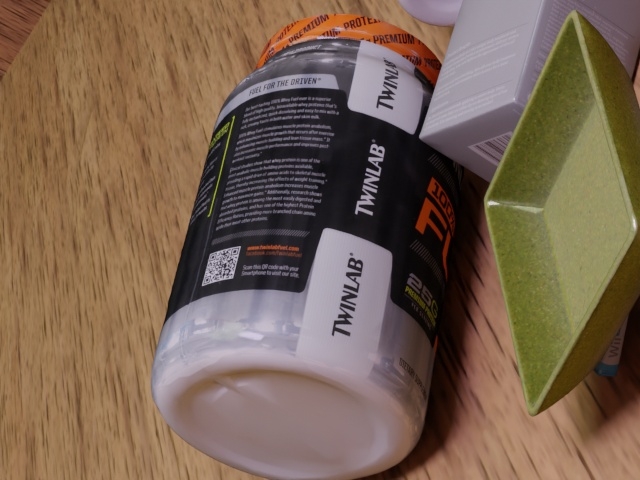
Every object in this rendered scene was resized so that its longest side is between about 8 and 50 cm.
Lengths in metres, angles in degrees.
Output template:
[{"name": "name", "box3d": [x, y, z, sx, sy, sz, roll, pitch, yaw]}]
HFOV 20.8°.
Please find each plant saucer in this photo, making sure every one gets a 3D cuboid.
[{"name": "plant saucer", "box3d": [0.165, -0.015, 1.099, 0.188, 0.045, 0.188, 109, 160, -47]}]

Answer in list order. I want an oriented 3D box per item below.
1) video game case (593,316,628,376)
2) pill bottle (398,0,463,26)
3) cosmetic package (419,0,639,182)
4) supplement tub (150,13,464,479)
[{"name": "video game case", "box3d": [0.183, -0.009, 1.151, 0.119, 0.015, 0.166, -127, 43, -68]}, {"name": "pill bottle", "box3d": [0.110, -0.281, 1.572, 0.103, 0.103, 0.184, -47, 28, 31]}, {"name": "cosmetic package", "box3d": [0.174, -0.169, 1.327, 0.127, 0.107, 0.238, -17, 47, 58]}, {"name": "supplement tub", "box3d": [0.000, 0.000, 1.360, 0.207, 0.207, 0.338, -35, 35, 47]}]
